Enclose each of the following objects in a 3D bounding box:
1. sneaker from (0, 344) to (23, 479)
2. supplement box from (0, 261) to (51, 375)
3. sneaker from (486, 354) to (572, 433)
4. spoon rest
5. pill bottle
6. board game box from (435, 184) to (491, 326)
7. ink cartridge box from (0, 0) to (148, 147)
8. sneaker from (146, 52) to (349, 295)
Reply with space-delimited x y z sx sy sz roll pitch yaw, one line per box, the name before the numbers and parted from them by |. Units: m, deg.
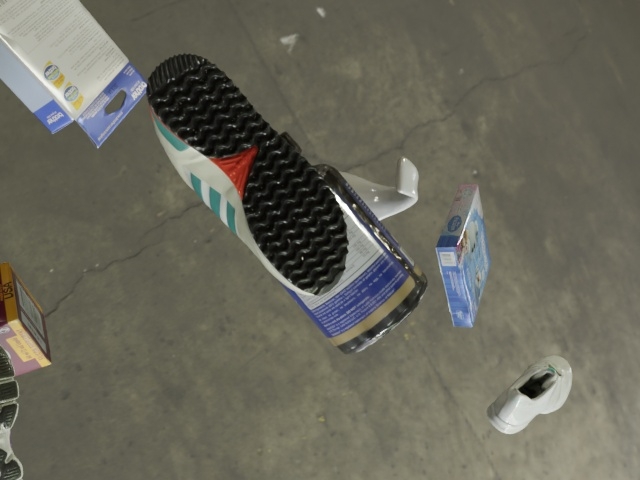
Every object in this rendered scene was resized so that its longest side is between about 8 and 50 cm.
sneaker | -0.332 0.177 0.748 0.068 0.071 0.169 -5 101 -31
supplement box | -0.398 0.108 0.812 0.188 0.104 0.080 -19 55 -9
sneaker | 0.350 0.225 1.211 0.080 0.094 0.212 41 41 23
spoon rest | 0.052 -0.061 1.215 0.084 0.276 0.137 19 68 -38
pill bottle | 0.000 0.000 0.797 0.219 0.123 0.123 50 46 -5
board game box | 0.127 0.013 0.674 0.090 0.020 0.090 -63 144 -45
ink cartridge box | -0.396 -0.287 1.095 0.311 0.065 0.185 49 36 -24
sneaker | -0.045 -0.036 0.465 0.057 0.075 0.161 -41 98 -13
